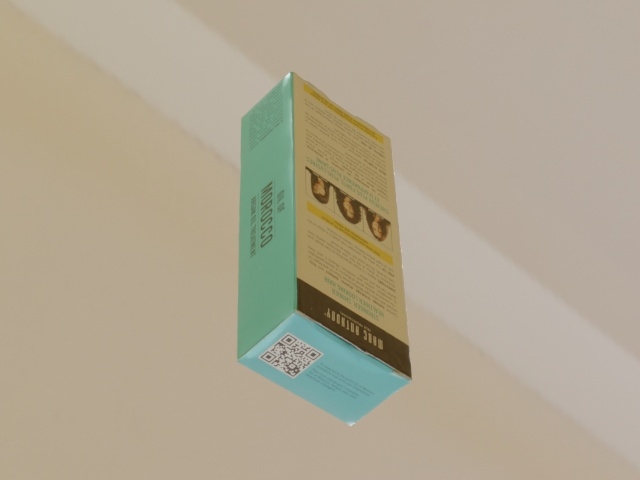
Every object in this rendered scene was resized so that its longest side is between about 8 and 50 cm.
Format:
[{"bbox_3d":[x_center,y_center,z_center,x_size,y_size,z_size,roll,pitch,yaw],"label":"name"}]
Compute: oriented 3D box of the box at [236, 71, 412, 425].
[{"bbox_3d":[0.000,0.000,1.142,0.100,0.060,0.244,32,-146,-27],"label":"box"}]
